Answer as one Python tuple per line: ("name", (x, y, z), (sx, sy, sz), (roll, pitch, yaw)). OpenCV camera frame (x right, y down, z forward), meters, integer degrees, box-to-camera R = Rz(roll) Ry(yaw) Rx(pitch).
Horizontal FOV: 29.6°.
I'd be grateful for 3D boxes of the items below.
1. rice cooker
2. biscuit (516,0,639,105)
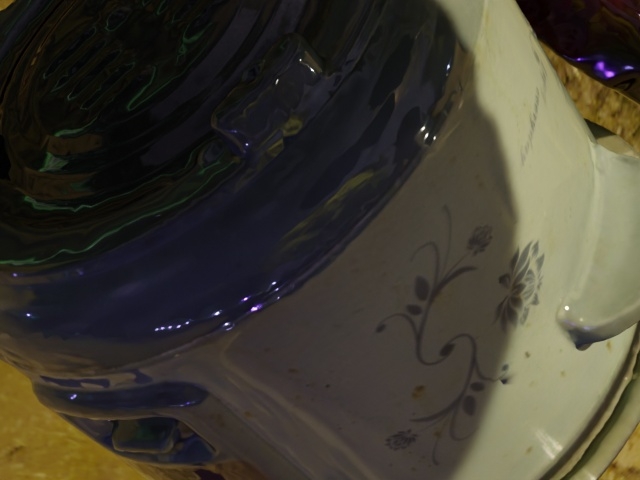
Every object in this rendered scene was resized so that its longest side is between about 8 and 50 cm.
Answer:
("rice cooker", (0.000, 0.000, 0.525), (0.316, 0.317, 0.264), (8, 58, 12))
("biscuit", (0.179, -0.235, 1.001), (0.407, 0.407, 0.091), (41, 109, 17))
